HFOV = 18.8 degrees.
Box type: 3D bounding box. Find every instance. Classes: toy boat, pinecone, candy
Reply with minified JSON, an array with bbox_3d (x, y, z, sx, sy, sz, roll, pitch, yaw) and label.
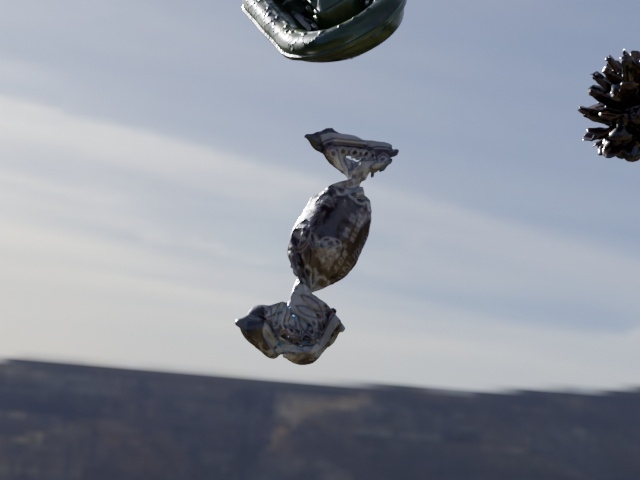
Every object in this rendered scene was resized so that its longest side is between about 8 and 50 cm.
[{"bbox_3d":[0.006,-0.177,1.457,0.104,0.052,0.210,-29,28,-4],"label":"toy boat"},{"bbox_3d":[0.350,-0.150,2.133,0.140,0.120,0.140,-4,14,1],"label":"pinecone"},{"bbox_3d":[0.000,0.000,1.579,0.094,0.226,0.051,33,-29,-16],"label":"candy"}]
